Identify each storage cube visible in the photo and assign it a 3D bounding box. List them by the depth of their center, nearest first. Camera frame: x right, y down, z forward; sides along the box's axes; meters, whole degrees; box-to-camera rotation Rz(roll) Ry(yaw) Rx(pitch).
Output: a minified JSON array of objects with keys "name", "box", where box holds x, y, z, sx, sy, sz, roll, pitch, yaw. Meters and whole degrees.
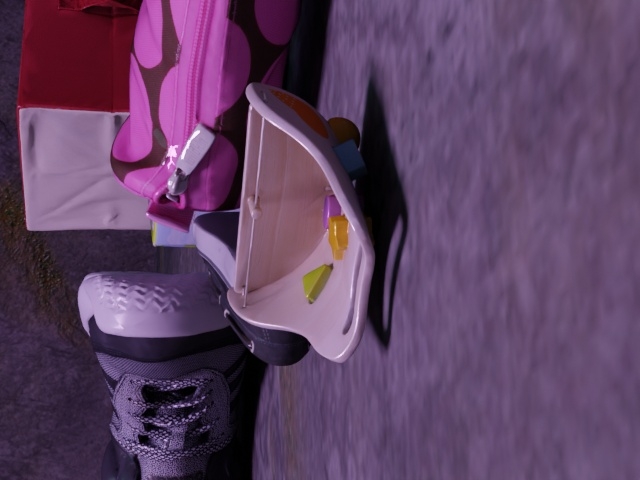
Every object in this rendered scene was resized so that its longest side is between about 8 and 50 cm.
[{"name":"storage cube","box":[-0.224,-0.140,1.184,0.215,0.183,0.193,104,163,-49]}]

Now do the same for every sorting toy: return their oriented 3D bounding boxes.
[{"name":"sorting toy","box":[0.000,0.000,0.367,0.075,0.044,0.083,-120,32,-56]}]

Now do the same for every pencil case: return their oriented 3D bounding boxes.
[{"name":"pencil case","box":[-0.043,-0.109,0.468,0.098,0.095,0.209,-60,-17,-52]}]

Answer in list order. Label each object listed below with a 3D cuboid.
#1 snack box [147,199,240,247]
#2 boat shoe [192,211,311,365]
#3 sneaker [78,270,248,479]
[{"name":"snack box","box":[-0.069,-0.111,0.660,0.207,0.070,0.175,-120,34,-67]},{"name":"boat shoe","box":[-0.031,0.017,0.505,0.142,0.049,0.040,-132,44,-72]},{"name":"sneaker","box":[-0.083,0.102,0.645,0.268,0.101,0.153,116,153,-79]}]
